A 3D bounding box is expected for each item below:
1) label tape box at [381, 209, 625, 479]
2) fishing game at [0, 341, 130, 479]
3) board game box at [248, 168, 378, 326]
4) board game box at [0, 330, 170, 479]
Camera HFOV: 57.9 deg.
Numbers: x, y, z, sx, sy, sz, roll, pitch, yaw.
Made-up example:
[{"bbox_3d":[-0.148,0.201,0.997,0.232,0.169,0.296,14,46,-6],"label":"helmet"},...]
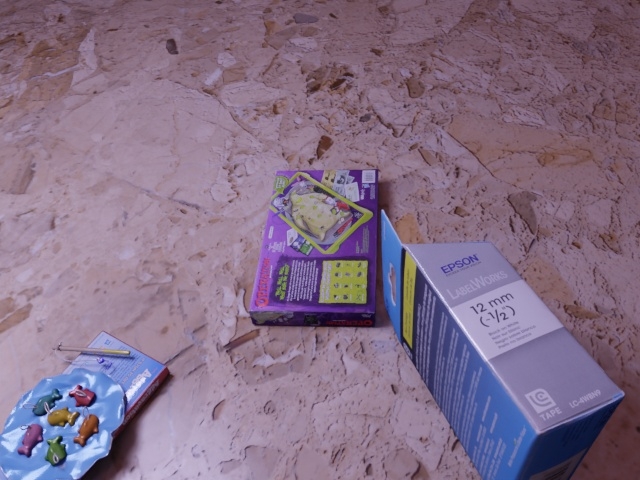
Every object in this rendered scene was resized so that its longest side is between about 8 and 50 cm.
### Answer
[{"bbox_3d":[0.202,0.136,0.761,0.115,0.249,0.347,-19,49,-10],"label":"label tape box"},{"bbox_3d":[-0.373,0.260,0.826,0.189,0.041,0.264,5,49,15],"label":"fishing game"},{"bbox_3d":[0.000,0.000,1.048,0.208,0.056,0.346,3,48,4],"label":"board game box"},{"bbox_3d":[-0.370,0.272,0.859,0.145,0.027,0.281,21,54,25],"label":"board game box"}]
